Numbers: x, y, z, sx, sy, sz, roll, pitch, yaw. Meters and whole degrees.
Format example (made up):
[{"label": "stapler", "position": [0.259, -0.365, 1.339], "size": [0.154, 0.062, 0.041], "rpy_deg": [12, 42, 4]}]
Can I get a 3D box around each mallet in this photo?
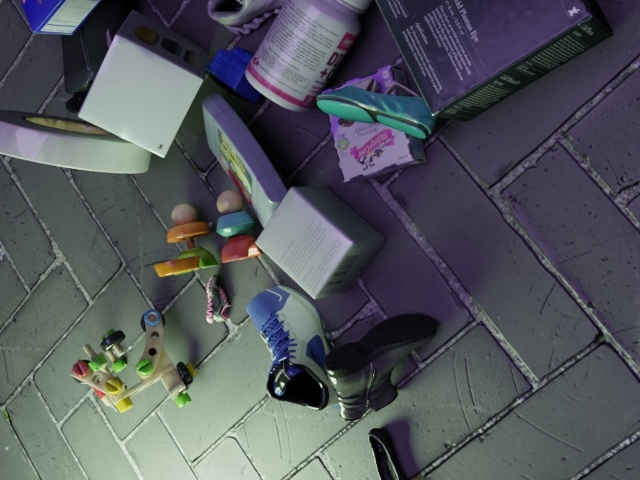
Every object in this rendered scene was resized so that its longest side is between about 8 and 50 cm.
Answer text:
[{"label": "mallet", "position": [-0.635, -0.426, 2.078], "size": [0.062, 0.039, 0.189], "rpy_deg": [-13, 83, 32]}]

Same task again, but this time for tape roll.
[{"label": "tape roll", "position": [-0.585, -0.231, 1.854], "size": [0.392, 0.392, 0.072], "rpy_deg": [18, 103, 29]}]

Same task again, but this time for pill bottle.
[{"label": "pill bottle", "position": [-0.019, -0.416, 1.636], "size": [0.160, 0.160, 0.283], "rpy_deg": [43, 113, 21]}]

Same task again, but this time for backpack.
[{"label": "backpack", "position": [-0.182, -0.371, 1.777], "size": [0.120, 0.098, 0.101], "rpy_deg": [34, 88, 34]}]

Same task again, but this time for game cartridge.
[{"label": "game cartridge", "position": [-0.163, -0.168, 1.732], "size": [0.294, 0.060, 0.196], "rpy_deg": [55, 160, 17]}]

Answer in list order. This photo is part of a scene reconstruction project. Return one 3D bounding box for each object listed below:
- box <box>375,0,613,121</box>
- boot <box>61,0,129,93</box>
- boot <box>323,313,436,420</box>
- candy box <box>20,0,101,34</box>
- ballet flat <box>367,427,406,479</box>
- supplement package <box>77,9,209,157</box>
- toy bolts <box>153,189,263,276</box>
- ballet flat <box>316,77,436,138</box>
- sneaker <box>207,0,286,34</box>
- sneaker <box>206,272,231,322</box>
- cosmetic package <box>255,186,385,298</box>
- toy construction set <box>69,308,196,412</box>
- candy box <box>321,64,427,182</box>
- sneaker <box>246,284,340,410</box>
[{"label": "box", "position": [0.289, -0.439, 1.440], "size": [0.312, 0.179, 0.343], "rpy_deg": [-29, 79, 30]}, {"label": "boot", "position": [-0.487, -0.593, 1.910], "size": [0.367, 0.146, 0.445], "rpy_deg": [-7, 87, 39]}, {"label": "boot", "position": [0.130, 0.257, 1.630], "size": [0.246, 0.161, 0.083], "rpy_deg": [-24, 34, -6]}, {"label": "candy box", "position": [-0.572, -0.664, 1.814], "size": [0.317, 0.122, 0.268], "rpy_deg": [-33, 77, 34]}, {"label": "ballet flat", "position": [0.134, 0.474, 1.666], "size": [0.057, 0.049, 0.173], "rpy_deg": [-26, 80, 30]}, {"label": "supplement package", "position": [-0.377, -0.348, 1.759], "size": [0.199, 0.262, 0.198], "rpy_deg": [26, 111, -16]}, {"label": "toy bolts", "position": [-0.262, -0.020, 1.791], "size": [0.228, 0.218, 0.158], "rpy_deg": [-13, 88, 17]}, {"label": "ballet flat", "position": [0.113, -0.264, 1.543], "size": [0.247, 0.083, 0.087], "rpy_deg": [19, 77, 27]}, {"label": "sneaker", "position": [-0.114, -0.536, 1.712], "size": [0.292, 0.118, 0.110], "rpy_deg": [-26, 78, 28]}, {"label": "sneaker", "position": [-0.233, 0.135, 1.873], "size": [0.057, 0.047, 0.119], "rpy_deg": [3, 99, 16]}, {"label": "cosmetic package", "position": [0.000, 0.000, 1.656], "size": [0.184, 0.151, 0.151], "rpy_deg": [43, 113, 21]}, {"label": "toy construction set", "position": [-0.442, 0.339, 1.926], "size": [0.237, 0.257, 0.309], "rpy_deg": [52, 137, 4]}, {"label": "candy box", "position": [0.108, -0.230, 1.624], "size": [0.165, 0.070, 0.196], "rpy_deg": [-16, 85, 30]}, {"label": "sneaker", "position": [-0.056, 0.233, 1.688], "size": [0.127, 0.182, 0.315], "rpy_deg": [-48, 70, 22]}]
